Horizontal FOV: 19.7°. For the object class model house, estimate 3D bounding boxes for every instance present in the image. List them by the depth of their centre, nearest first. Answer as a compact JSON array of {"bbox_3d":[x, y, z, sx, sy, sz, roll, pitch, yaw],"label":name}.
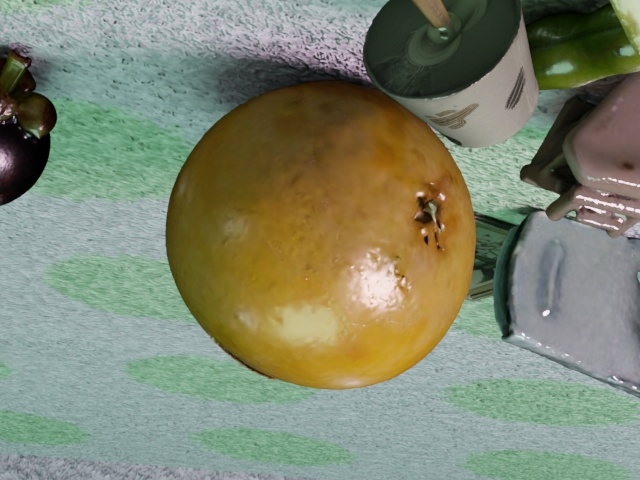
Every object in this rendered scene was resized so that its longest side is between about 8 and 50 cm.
[{"bbox_3d":[0.271,-0.059,1.496,0.229,0.122,0.188,9,164,-17],"label":"model house"}]

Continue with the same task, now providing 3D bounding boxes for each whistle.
[{"bbox_3d":[0.372,0.081,1.822,0.404,0.168,0.188,9,161,7],"label":"whistle"}]

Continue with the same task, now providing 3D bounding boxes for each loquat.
[{"bbox_3d":[0.000,0.000,1.536,0.263,0.263,0.263,6,162,2],"label":"loquat"}]

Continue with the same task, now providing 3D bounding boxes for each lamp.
[{"bbox_3d":[0.076,-0.156,1.276,0.121,0.121,0.215,-4,148,29],"label":"lamp"}]

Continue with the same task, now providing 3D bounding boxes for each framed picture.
[{"bbox_3d":[0.162,0.021,1.952,0.173,0.010,0.231,16,160,-28],"label":"framed picture"}]

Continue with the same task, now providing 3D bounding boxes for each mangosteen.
[{"bbox_3d":[-0.289,-0.102,1.572,0.137,0.137,0.151,19,124,-35],"label":"mangosteen"}]

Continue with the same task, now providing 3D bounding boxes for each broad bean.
[{"bbox_3d":[0.172,-0.134,1.413,0.098,0.056,0.318,6,168,-21],"label":"broad bean"}]

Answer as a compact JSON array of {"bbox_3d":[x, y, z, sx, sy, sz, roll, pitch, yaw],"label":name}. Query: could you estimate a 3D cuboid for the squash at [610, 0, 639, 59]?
[{"bbox_3d":[0.254,-0.164,1.070,0.189,0.189,0.260,-2,164,23],"label":"squash"}]
